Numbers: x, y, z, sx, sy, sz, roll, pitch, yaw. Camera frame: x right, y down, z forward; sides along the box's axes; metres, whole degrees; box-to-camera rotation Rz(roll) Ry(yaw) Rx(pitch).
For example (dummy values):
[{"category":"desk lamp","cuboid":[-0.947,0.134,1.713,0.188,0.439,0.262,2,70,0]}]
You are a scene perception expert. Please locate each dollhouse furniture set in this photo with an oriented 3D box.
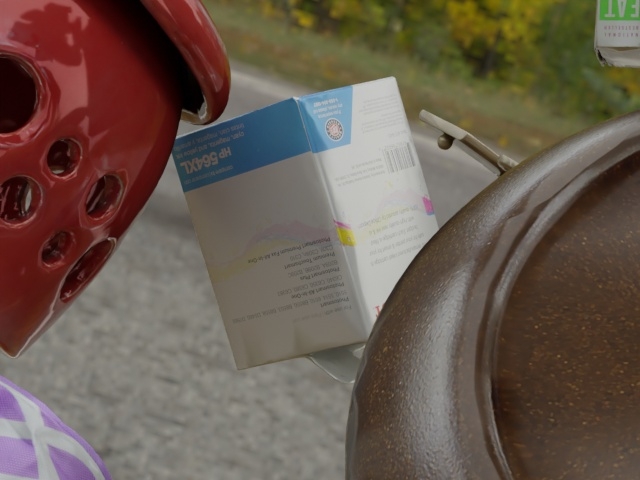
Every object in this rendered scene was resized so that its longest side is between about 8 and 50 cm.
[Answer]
[{"category":"dollhouse furniture set","cuboid":[0.119,0.009,1.382,0.123,0.151,0.144,32,0,-43]}]

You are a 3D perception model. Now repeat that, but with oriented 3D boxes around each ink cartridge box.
[{"category":"ink cartridge box","cuboid":[0.000,0.000,0.909,0.090,0.143,0.092,-15,2,36]}]

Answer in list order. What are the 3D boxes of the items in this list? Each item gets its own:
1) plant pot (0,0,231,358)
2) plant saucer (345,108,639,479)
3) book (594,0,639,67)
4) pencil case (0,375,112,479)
[{"category":"plant pot","cuboid":[-0.149,-0.069,0.804,0.191,0.174,0.191,40,-14,12]},{"category":"plant saucer","cuboid":[0.162,0.056,0.554,0.311,0.050,0.310,-1,52,2]},{"category":"book","cuboid":[0.133,-0.148,0.739,0.035,0.144,0.096,2,1,15]},{"category":"pencil case","cuboid":[-0.162,0.139,0.623,0.086,0.088,0.206,35,59,19]}]
